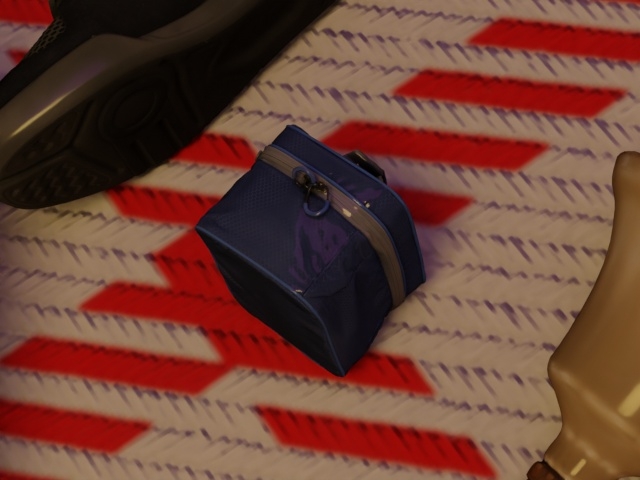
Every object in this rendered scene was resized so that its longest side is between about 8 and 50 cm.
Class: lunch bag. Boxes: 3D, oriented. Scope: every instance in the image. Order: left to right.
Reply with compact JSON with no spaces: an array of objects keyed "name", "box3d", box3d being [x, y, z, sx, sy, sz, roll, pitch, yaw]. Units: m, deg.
[{"name":"lunch bag","box3d":[0.000,0.000,0.518,0.067,0.098,0.065,35,75,22]}]

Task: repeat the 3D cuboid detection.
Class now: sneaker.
[{"name":"sneaker","box3d":[-0.082,-0.117,0.579,0.130,0.087,0.227,39,75,19]}]

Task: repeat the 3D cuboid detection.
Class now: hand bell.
[{"name":"hand bell","box3d":[0.083,0.100,0.488,0.126,0.126,0.242,40,92,17]}]
